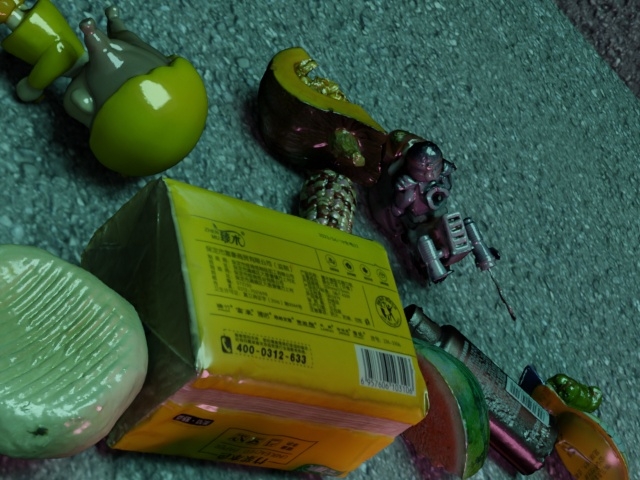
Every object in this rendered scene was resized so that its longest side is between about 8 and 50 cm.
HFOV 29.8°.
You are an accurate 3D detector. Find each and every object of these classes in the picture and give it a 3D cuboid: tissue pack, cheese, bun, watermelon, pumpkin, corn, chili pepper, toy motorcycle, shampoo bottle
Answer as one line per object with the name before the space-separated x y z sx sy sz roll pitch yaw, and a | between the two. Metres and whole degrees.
tissue pack | -0.084 0.120 1.519 0.382 0.228 0.293 17 48 -42
cheese | 0.424 0.322 2.004 0.069 0.177 0.270 -32 66 -21
bun | -0.314 0.127 1.313 0.259 0.160 0.259 15 47 -17
watermelon | 0.203 0.234 1.803 0.146 0.128 0.231 -7 80 -43
pumpkin | -0.013 -0.185 1.939 0.248 0.131 0.126 43 42 18
corn | 0.000 0.000 1.847 0.092 0.092 0.281 34 41 -24
chili pepper | 0.428 0.267 2.109 0.072 0.073 0.204 45 12 33
toy motorcycle | 0.191 -0.028 1.999 0.134 0.207 0.401 -17 74 -23
shampoo bottle | 0.240 0.232 1.920 0.323 0.084 0.129 41 44 -14

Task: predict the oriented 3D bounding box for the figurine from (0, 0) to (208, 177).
figurine | -0.312 -0.224 1.626 0.343 0.187 0.215 34 25 -13

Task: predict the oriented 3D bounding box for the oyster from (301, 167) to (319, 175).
oyster | -0.002 -0.148 2.033 0.146 0.045 0.122 21 59 -36
